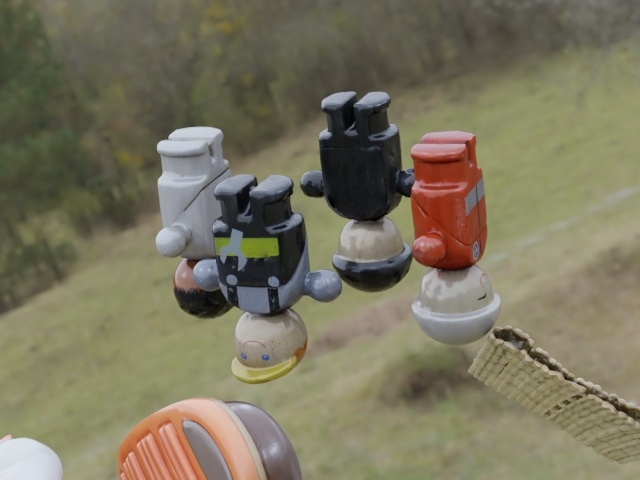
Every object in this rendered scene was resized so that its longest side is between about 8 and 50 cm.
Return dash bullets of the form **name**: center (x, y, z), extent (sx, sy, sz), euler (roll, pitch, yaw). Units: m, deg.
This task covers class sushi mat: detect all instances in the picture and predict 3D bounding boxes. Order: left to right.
- **sushi mat**: center (0.183, 0.118, 1.337), extent (0.019, 0.151, 0.316), euler (-57, -6, -6)

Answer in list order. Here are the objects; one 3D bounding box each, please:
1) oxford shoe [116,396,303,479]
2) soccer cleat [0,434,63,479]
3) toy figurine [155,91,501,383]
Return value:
- **oxford shoe**: center (-0.034, 0.170, 1.056), extent (0.133, 0.130, 0.363), euler (-22, -23, -17)
- **soccer cleat**: center (-0.220, 0.202, 1.088), extent (0.196, 0.068, 0.076), euler (-54, 23, 12)
- **toy figurine**: center (0.000, 0.000, 1.236), extent (0.210, 0.148, 0.213), euler (-15, 22, -22)
